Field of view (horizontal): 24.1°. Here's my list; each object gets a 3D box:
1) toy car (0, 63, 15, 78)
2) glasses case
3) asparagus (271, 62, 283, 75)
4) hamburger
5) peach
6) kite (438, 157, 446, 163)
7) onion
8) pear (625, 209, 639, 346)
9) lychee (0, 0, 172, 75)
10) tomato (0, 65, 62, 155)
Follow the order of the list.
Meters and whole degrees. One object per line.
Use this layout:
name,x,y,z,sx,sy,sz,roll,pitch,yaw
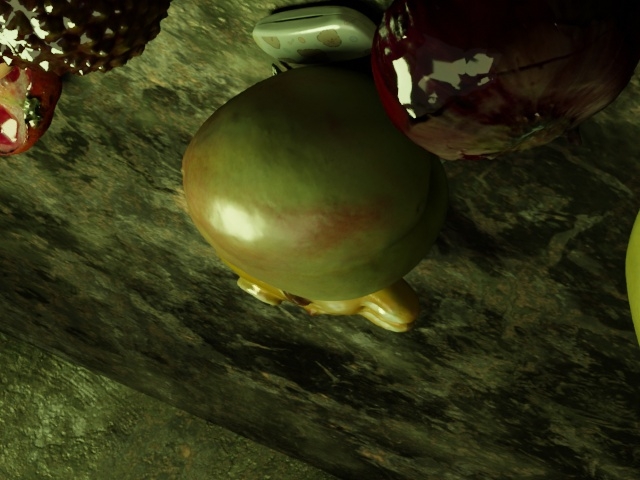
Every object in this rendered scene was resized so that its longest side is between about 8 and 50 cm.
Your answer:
toy car,-0.386,-0.301,1.633,0.212,0.181,0.270,-4,146,35
glasses case,-0.006,-0.216,1.584,0.164,0.041,0.063,3,153,46
asparagus,-0.009,-0.156,1.765,0.163,0.016,0.016,40,180,-40
hamburger,0.000,0.000,1.921,0.302,0.186,0.261,24,161,-6
peach,-0.008,-0.059,1.626,0.292,0.248,0.292,-5,170,-1
kite,0.112,-0.151,1.651,0.204,0.022,0.360,31,160,-19
onion,0.150,-0.184,1.276,0.252,0.252,0.219,90,157,-70
pear,0.437,0.054,1.408,0.309,0.309,0.309,21,160,8
lychee,-0.255,-0.291,1.429,0.271,0.271,0.271,21,160,8
tomato,-0.412,-0.212,1.995,0.173,0.099,0.189,30,125,29
